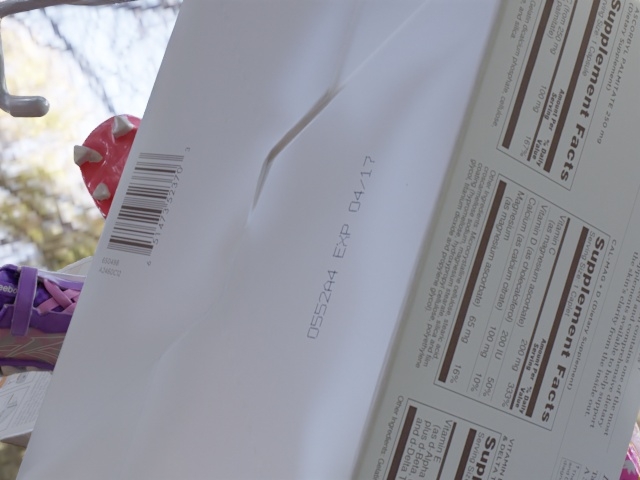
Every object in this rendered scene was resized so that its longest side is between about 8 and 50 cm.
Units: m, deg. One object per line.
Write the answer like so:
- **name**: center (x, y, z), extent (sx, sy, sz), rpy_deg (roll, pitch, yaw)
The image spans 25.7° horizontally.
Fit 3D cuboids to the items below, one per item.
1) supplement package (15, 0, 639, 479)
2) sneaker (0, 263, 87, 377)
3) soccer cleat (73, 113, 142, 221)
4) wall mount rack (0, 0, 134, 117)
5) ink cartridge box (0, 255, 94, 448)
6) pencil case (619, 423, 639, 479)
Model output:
- **supplement package**: center (0.019, 0.019, 0.581), extent (0.145, 0.262, 0.204), rpy_deg (26, -11, -39)
- **sneaker**: center (-0.220, 0.062, 1.162), extent (0.236, 0.095, 0.104), rpy_deg (-2, -32, 18)
- **soccer cleat**: center (-0.092, 0.023, 0.958), extent (0.083, 0.248, 0.095), rpy_deg (-33, -21, 16)
- **wall mount rack**: center (-0.130, -0.161, 0.962), extent (0.304, 0.131, 0.350), rpy_deg (-8, -3, 12)
- **ink cartridge box**: center (-0.225, 0.122, 1.531), extent (0.385, 0.308, 0.091), rpy_deg (-21, -60, 30)
- **pencil case**: center (0.321, 0.257, 1.556), extent (0.124, 0.284, 0.124), rpy_deg (-15, -24, -7)
